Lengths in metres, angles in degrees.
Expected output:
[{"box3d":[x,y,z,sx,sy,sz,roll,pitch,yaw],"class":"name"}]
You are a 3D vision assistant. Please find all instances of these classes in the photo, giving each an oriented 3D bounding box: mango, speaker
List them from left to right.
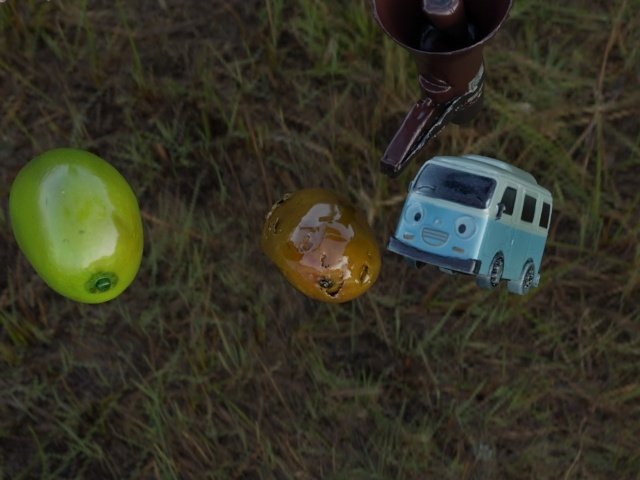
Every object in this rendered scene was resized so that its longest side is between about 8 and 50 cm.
[{"box3d":[-0.346,-0.038,1.572,0.156,0.192,0.343,-7,23,-29],"class":"mango"},{"box3d":[0.000,0.000,1.658,0.156,0.151,0.248,14,14,-21],"class":"mango"},{"box3d":[0.187,-0.242,1.698,0.198,0.329,0.259,1,62,10],"class":"speaker"}]

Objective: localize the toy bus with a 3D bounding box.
[{"box3d":[0.208,-0.026,1.509,0.133,0.271,0.164,17,93,28],"class":"toy bus"}]
